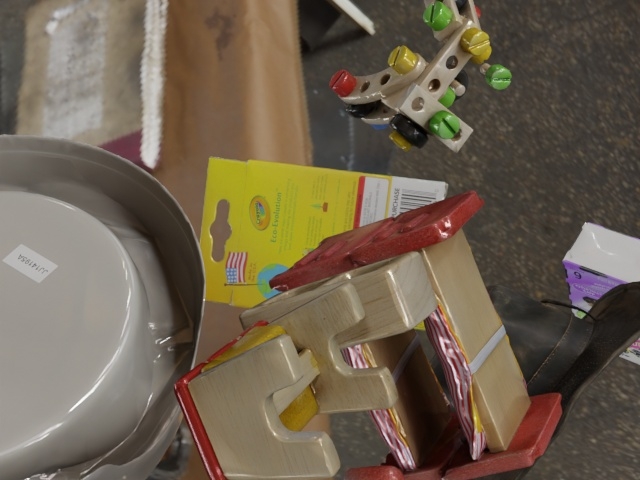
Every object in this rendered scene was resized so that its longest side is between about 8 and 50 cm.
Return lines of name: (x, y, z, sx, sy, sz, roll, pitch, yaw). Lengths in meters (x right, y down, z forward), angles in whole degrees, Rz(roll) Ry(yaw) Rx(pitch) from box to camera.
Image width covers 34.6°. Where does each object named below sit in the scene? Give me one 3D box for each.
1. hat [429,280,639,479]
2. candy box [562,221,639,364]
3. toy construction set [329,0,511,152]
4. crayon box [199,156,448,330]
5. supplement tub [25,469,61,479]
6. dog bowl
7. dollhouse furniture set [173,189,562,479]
hat: (0.195, 0.123, 1.070, 0.134, 0.331, 0.331, 42, 100, 4)
candy box: (0.408, 0.082, 1.311, 0.165, 0.196, 0.070, 22, 64, 33)
toy construction set: (0.143, -0.267, 1.419, 0.258, 0.308, 0.237, -28, 33, -3)
crayon box: (0.000, 0.000, 1.386, 0.319, 0.081, 0.202, 8, 94, 3)
supplement tub: (-0.379, 0.180, 0.947, 0.331, 0.241, 0.241, 13, 80, 51)
dog bowl: (-0.250, 0.077, 0.740, 0.349, 0.102, 0.348, -1, 49, 1)
dollhouse furniture set: (0.029, 0.113, 0.706, 0.152, 0.374, 0.201, -19, 97, 29)
